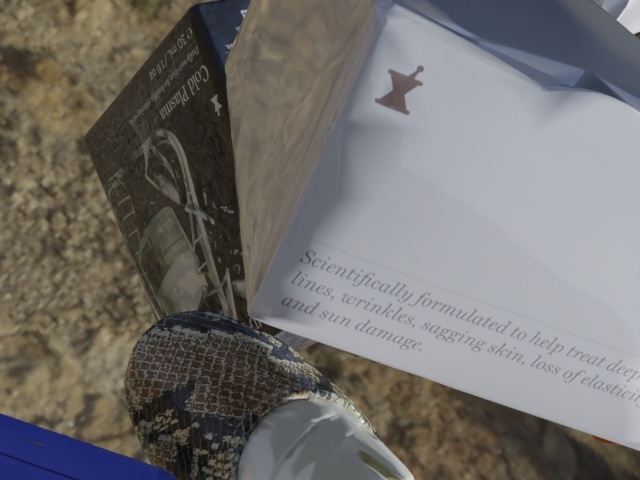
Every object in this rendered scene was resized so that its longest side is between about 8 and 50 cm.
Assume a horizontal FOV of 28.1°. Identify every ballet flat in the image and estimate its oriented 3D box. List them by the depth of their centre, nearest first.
[{"bbox_3d":[0.037,0.250,0.999,0.164,0.182,0.483,-42,113,-24],"label":"ballet flat"}]

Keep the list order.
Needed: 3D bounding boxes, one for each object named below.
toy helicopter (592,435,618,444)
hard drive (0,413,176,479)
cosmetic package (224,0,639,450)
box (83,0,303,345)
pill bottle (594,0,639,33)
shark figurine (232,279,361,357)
[{"bbox_3d":[0.417,0.126,1.626,0.355,0.235,0.140,-112,-168,-78],"label":"toy helicopter"},{"bbox_3d":[-0.257,0.263,0.849,0.210,0.040,0.318,15,53,16],"label":"hard drive"},{"bbox_3d":[0.072,-0.071,0.709,0.217,0.156,0.385,21,22,-12],"label":"cosmetic package"},{"bbox_3d":[-0.092,-0.076,2.011,0.297,0.480,0.471,-19,80,-35],"label":"box"},{"bbox_3d":[0.258,-0.293,1.073,0.363,0.210,0.210,-35,85,-36],"label":"pill bottle"},{"bbox_3d":[-0.016,-0.024,1.272,0.166,0.116,0.278,3,85,-18],"label":"shark figurine"}]
